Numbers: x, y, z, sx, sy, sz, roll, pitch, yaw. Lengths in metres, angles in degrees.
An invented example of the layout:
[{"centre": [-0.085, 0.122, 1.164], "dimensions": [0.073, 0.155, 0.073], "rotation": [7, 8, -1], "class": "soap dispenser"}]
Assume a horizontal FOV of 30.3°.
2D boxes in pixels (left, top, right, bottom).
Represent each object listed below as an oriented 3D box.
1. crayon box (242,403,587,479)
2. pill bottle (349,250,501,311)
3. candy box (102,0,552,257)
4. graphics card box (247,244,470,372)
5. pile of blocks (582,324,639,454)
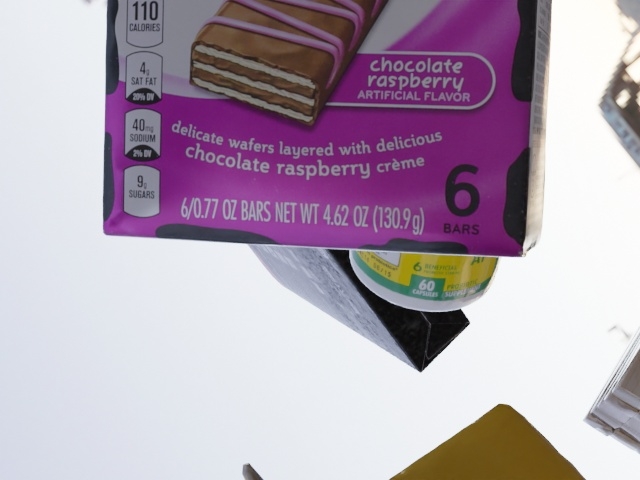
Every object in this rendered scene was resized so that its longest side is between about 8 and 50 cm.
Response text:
[{"centre": [0.085, 0.189, 0.334], "dimensions": [0.203, 0.083, 0.323], "rotation": [47, 160, 34], "class": "crayon box"}, {"centre": [0.089, -0.061, 0.845], "dimensions": [0.117, 0.208, 0.117], "rotation": [5, -142, -4], "class": "pill bottle"}, {"centre": [0.006, -0.114, 0.437], "dimensions": [0.071, 0.159, 0.233], "rotation": [-15, -73, -75], "class": "candy box"}, {"centre": [0.000, 0.000, 1.433], "dimensions": [0.233, 0.094, 0.371], "rotation": [54, 168, -28], "class": "graphics card box"}, {"centre": [0.315, 0.026, 0.847], "dimensions": [0.112, 0.149, 0.362], "rotation": [32, -131, 10], "class": "pile of blocks"}]
